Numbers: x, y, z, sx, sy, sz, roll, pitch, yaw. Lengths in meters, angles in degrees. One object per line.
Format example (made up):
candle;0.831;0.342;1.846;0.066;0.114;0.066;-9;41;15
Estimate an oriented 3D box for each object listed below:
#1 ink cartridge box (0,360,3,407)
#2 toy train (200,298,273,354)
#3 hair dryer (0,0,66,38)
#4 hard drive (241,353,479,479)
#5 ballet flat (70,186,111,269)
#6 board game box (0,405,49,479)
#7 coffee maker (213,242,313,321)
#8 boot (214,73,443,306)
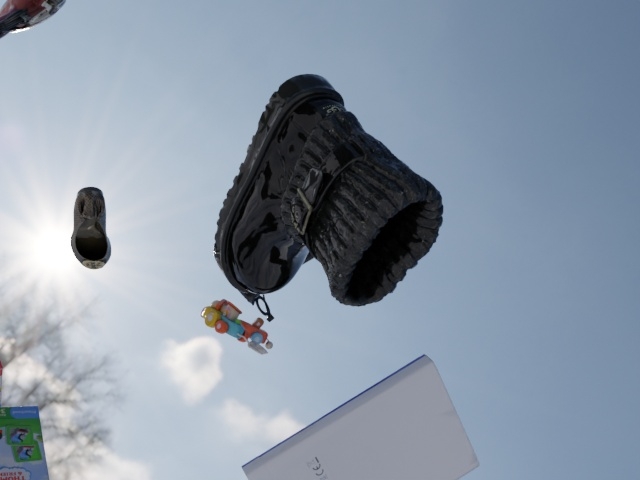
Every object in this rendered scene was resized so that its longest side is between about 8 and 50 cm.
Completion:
ink cartridge box;-0.606;0.208;1.694;0.134;0.078;0.231;61;-31;24
toy train;-0.116;0.125;1.473;0.125;0.046;0.166;27;-3;-6
hair dryer;-0.592;-0.430;1.861;0.080;0.223;0.293;63;-10;-15
hard drive;0.066;0.338;1.471;0.210;0.318;0.040;64;-11;-23
ballet flat;-0.464;-0.010;1.989;0.084;0.058;0.250;-3;-37;-15
board game box;-0.403;0.287;1.156;0.212;0.160;0.039;63;-39;45
coffee maker;-0.074;0.023;1.756;0.178;0.120;0.171;-32;-51;11
boot;-0.003;0.000;1.202;0.260;0.131;0.348;52;-41;33
